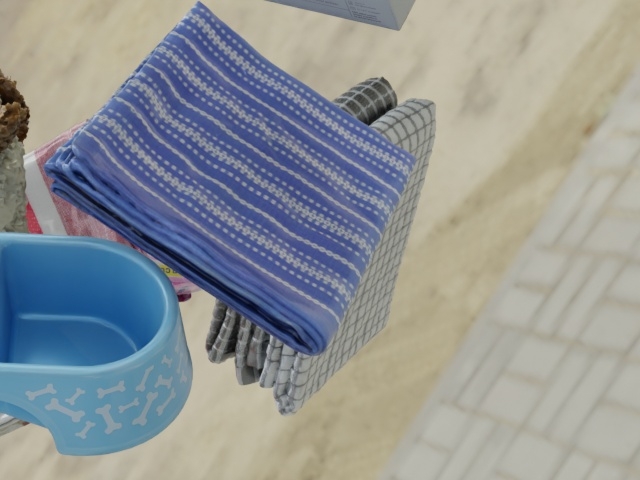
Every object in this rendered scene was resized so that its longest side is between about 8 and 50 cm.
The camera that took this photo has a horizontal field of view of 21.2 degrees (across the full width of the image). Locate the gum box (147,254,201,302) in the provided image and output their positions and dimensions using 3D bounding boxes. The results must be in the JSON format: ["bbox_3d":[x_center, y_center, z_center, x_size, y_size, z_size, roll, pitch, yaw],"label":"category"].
[{"bbox_3d":[-0.203,0.006,1.890,0.062,0.188,0.107,-27,69,37],"label":"gum box"}]

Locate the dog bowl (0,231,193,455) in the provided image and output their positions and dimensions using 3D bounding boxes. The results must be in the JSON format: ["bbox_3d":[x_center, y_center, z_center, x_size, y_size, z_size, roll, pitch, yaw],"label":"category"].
[{"bbox_3d":[-0.236,0.065,1.219,0.166,0.297,0.074,-95,12,-46],"label":"dog bowl"}]

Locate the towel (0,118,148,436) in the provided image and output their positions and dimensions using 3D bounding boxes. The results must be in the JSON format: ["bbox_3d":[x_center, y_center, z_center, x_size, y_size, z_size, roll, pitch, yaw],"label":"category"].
[{"bbox_3d":[-0.307,0.061,1.522,0.329,0.037,0.237,-27,66,8],"label":"towel"}]

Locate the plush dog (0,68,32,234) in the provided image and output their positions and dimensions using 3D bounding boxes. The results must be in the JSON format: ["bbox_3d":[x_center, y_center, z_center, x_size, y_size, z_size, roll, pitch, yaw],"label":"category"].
[{"bbox_3d":[-0.325,-0.089,1.387,0.210,0.262,0.225,-55,43,27],"label":"plush dog"}]

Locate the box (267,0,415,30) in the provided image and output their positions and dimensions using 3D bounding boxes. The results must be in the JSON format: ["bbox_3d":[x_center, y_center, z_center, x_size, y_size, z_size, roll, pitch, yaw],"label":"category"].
[{"bbox_3d":[-0.015,-0.242,1.306,0.145,0.186,0.038,16,65,24],"label":"box"}]

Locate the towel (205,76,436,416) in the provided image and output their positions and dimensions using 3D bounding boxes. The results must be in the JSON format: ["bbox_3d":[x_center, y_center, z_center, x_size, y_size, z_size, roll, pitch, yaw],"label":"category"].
[{"bbox_3d":[0.000,0.000,1.713,0.235,0.121,0.284,-40,-32,-52],"label":"towel"}]

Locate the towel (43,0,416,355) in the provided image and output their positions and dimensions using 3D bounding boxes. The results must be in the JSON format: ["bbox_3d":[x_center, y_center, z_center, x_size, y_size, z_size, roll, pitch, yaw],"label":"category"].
[{"bbox_3d":[-0.054,-0.061,1.338,0.040,0.243,0.336,-53,4,31],"label":"towel"}]
